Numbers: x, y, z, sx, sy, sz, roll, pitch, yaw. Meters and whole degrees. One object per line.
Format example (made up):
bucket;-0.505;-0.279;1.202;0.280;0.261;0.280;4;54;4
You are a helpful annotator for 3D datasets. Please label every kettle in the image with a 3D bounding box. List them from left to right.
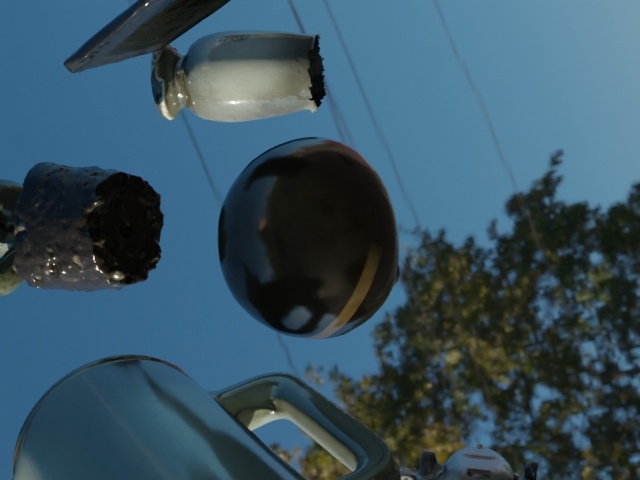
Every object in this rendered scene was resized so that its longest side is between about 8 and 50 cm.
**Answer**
kettle;-0.092;0.212;0.914;0.265;0.318;0.205;-50;-60;-8

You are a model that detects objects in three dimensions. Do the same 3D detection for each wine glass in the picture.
wine glass;-0.099;-0.199;1.393;0.111;0.204;0.111;-1;-90;-80

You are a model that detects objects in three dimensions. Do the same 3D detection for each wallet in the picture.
wallet;-0.109;-0.226;1.031;0.146;0.285;0.030;-31;-86;-48

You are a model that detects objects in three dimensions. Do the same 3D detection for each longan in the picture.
longan;0.000;0.000;1.045;0.204;0.159;0.185;25;-113;-43

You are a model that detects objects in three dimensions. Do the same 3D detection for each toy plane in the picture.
toy plane;0.150;0.242;1.109;0.174;0.174;0.080;9;-95;-60

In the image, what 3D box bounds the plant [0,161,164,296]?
plant;-0.318;-0.006;1.308;0.146;0.274;0.149;39;-127;-60
